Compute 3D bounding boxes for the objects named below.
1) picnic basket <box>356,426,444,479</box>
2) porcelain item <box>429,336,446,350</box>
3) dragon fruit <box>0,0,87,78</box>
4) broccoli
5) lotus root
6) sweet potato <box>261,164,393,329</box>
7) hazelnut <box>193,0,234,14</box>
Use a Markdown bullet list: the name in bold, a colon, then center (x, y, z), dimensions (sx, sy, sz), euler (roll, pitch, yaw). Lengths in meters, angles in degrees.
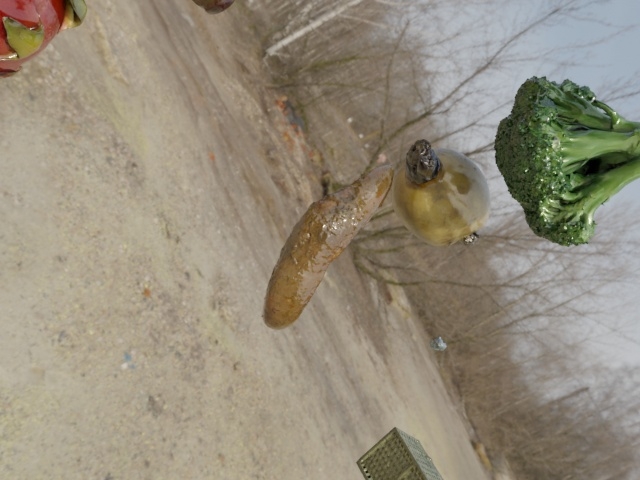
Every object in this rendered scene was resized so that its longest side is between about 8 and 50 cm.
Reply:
- **picnic basket**: center (0.205, 0.551, 1.134), dimensions (0.154, 0.134, 0.196), euler (38, 8, -38)
- **porcelain item**: center (0.326, 0.290, 1.411), dimensions (0.036, 0.028, 0.083), euler (62, -11, 12)
- **dragon fruit**: center (-0.405, -0.291, 0.570), dimensions (0.224, 0.224, 0.227), euler (58, 5, -23)
- **broccoli**: center (0.384, -0.129, 0.775), dimensions (0.269, 0.241, 0.262), euler (-14, 95, -37)
- **lotus root**: center (0.224, -0.094, 0.980), dimensions (0.310, 0.182, 0.183), euler (34, 28, -55)
- **sweet potato**: center (-0.003, 0.001, 0.819), dimensions (0.092, 0.342, 0.114), euler (38, 4, 31)
- **hazelnut**: center (-0.269, -0.634, 1.184), dimensions (0.160, 0.170, 0.202), euler (26, -32, 25)
